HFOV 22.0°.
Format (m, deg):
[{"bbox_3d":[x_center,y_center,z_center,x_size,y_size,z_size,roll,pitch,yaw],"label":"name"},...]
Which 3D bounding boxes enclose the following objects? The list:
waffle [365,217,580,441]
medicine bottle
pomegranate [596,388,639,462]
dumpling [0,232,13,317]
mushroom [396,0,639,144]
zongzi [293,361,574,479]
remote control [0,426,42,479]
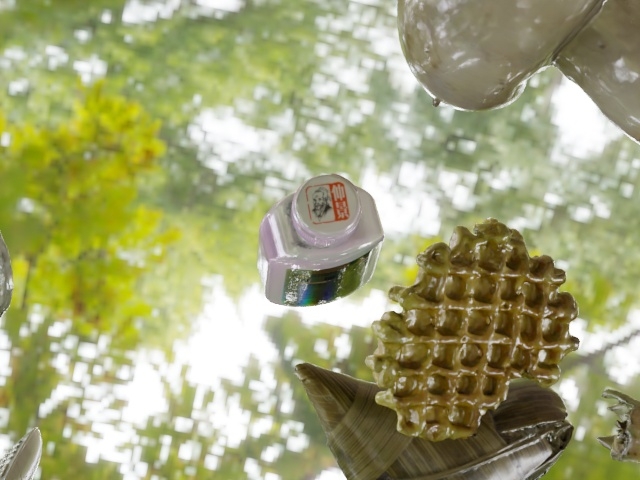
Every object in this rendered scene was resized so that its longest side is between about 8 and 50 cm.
[{"bbox_3d":[0.162,0.108,1.735,0.249,0.253,0.056,44,165,-33],"label":"waffle"},{"bbox_3d":[0.000,0.000,1.571,0.115,0.078,0.219,-12,164,-7],"label":"medicine bottle"},{"bbox_3d":[0.528,0.279,2.163,0.341,0.260,0.260,19,-159,25],"label":"pomegranate"},{"bbox_3d":[-0.380,-0.018,1.611,0.247,0.172,0.142,26,-145,29],"label":"dumpling"},{"bbox_3d":[0.220,-0.208,1.372,0.290,0.292,0.292,35,-159,-3],"label":"mushroom"},{"bbox_3d":[0.126,0.190,1.850,0.286,0.288,0.134,-35,-159,-19],"label":"zongzi"},{"bbox_3d":[-0.371,0.295,1.936,0.044,0.073,0.229,42,-158,-13],"label":"remote control"}]
